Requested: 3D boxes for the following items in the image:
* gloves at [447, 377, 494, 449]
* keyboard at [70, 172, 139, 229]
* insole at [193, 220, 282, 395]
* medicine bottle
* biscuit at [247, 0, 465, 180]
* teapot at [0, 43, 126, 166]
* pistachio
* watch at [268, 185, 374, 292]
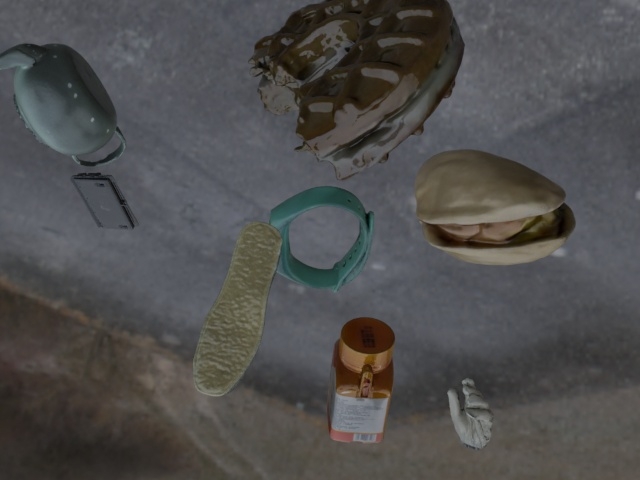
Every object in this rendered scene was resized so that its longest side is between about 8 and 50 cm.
[{"bbox_3d":[0.137,0.162,1.034,0.044,0.037,0.081,11,130,26],"label":"gloves"},{"bbox_3d":[-0.441,-0.079,2.321,0.094,0.025,0.230,1,155,5],"label":"keyboard"},{"bbox_3d":[-0.109,0.091,1.516,0.081,0.248,0.011,16,166,2],"label":"insole"},{"bbox_3d":[0.077,0.259,2.118,0.112,0.149,0.222,3,128,-4],"label":"medicine bottle"},{"bbox_3d":[0.049,-0.230,1.448,0.268,0.366,0.115,-37,122,2],"label":"biscuit"},{"bbox_3d":[-0.427,-0.226,1.854,0.129,0.193,0.294,-30,132,7],"label":"teapot"},{"bbox_3d":[0.279,-0.054,1.857,0.318,0.214,0.193,15,133,47],"label":"pistachio"},{"bbox_3d":[0.000,0.000,2.083,0.195,0.068,0.237,-1,134,-2],"label":"watch"}]
